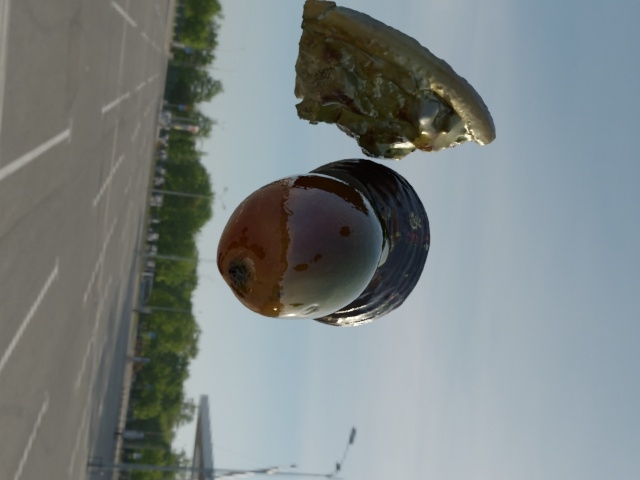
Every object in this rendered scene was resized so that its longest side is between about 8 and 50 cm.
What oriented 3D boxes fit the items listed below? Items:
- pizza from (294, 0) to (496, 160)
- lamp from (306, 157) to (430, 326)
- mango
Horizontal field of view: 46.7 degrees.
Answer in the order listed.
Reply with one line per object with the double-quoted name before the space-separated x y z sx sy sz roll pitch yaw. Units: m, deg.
"pizza" 0.070 -0.185 0.982 0.223 0.324 0.089 -22 -134 52
"lamp" 0.038 0.002 1.045 0.247 0.247 0.246 -173 -90 -78
"mango" -0.005 -0.002 0.770 0.129 0.146 0.289 -62 172 17
